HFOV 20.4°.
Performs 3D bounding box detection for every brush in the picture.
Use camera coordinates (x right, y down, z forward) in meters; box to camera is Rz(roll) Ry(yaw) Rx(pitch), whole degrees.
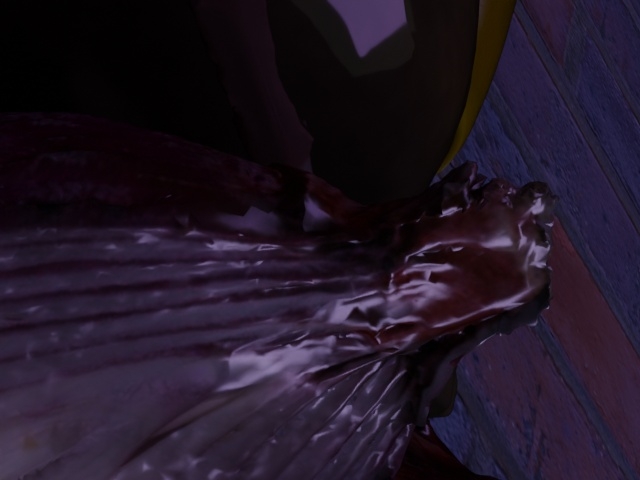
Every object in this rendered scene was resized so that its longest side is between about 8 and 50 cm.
[{"bbox_3d":[0.000,0.000,0.776,0.301,0.084,0.071,70,-7,-50],"label":"brush"}]

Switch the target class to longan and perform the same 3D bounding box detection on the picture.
[{"bbox_3d":[-0.052,-0.115,0.901,0.297,0.297,0.297,43,36,-42],"label":"longan"}]

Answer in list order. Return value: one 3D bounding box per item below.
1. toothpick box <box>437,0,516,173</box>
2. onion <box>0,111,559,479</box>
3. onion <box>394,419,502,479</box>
[{"bbox_3d":[0.051,-0.162,1.268,0.175,0.175,0.271,53,33,-30],"label":"toothpick box"},{"bbox_3d":[-0.074,0.036,0.709,0.159,0.349,0.267,-104,169,-53],"label":"onion"},{"bbox_3d":[0.030,0.172,0.937,0.272,0.195,0.272,51,14,-18],"label":"onion"}]
